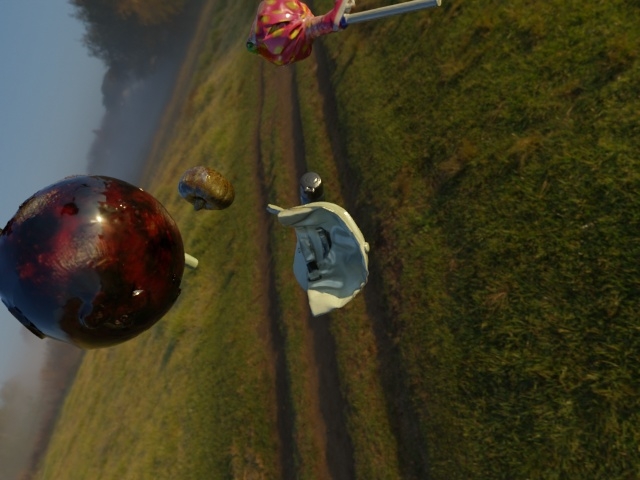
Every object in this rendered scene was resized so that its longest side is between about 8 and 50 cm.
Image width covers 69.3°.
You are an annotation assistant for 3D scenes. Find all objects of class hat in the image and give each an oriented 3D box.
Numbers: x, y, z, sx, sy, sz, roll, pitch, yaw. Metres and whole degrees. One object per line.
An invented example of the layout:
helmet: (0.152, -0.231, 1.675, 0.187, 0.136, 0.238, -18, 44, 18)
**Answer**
hat: (-0.005, 0.004, 1.083, 0.301, 0.168, 0.258, -133, 24, -65)

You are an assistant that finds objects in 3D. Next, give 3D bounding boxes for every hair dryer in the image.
hair dryer: (-0.411, 0.096, 1.340, 0.038, 0.063, 0.124, 23, 80, 39)

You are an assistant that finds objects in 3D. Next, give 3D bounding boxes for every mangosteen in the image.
mangosteen: (-0.512, 0.049, 1.029, 0.421, 0.381, 0.381, 5, 78, 38)

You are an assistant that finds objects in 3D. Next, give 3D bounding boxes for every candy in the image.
candy: (0.027, -0.367, 0.777, 0.365, 0.124, 0.124, 8, 81, 38)

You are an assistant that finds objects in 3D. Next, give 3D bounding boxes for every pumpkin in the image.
pumpkin: (-0.457, -0.191, 1.811, 0.219, 0.219, 0.162, -18, 50, 63)

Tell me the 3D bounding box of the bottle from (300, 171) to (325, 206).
bottle: (-0.018, -0.096, 1.354, 0.244, 0.072, 0.082, 84, -163, -55)

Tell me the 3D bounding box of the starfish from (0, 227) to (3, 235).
starfish: (-0.860, -0.058, 1.137, 0.078, 0.358, 0.347, -51, 32, -9)
